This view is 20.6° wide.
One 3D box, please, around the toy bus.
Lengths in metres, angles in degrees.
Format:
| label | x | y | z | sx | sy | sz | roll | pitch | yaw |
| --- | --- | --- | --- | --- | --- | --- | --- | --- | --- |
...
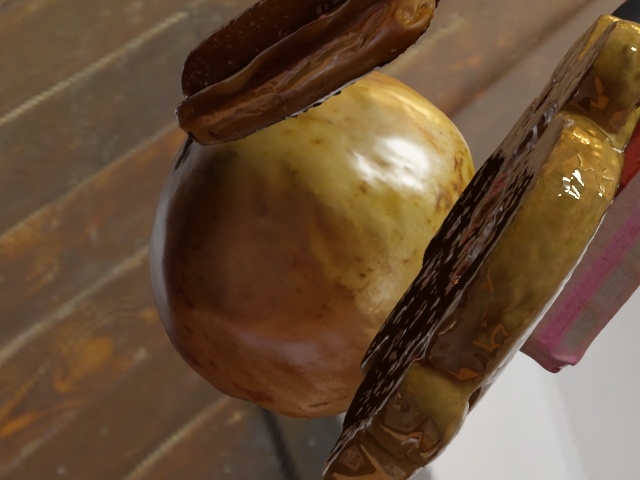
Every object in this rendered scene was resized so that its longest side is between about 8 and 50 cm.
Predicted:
| label | x | y | z | sx | sy | sz | roll | pitch | yaw |
| --- | --- | --- | --- | --- | --- | --- | --- | --- | --- |
| toy bus | 0.220 | -0.048 | 1.404 | 0.147 | 0.127 | 0.302 | 39 | 93 | -23 |

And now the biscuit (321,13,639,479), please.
| label | x | y | z | sx | sy | sz | roll | pitch | yaw |
| --- | --- | --- | --- | --- | --- | --- | --- | --- | --- |
| biscuit | 0.069 | 0.004 | 0.655 | 0.035 | 0.184 | 0.249 | 35 | 26 | -1 |

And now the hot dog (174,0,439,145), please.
| label | x | y | z | sx | sy | sz | roll | pitch | yaw |
| --- | --- | --- | --- | --- | --- | --- | --- | --- | --- |
| hot dog | -0.004 | -0.063 | 0.577 | 0.037 | 0.122 | 0.049 | 33 | 49 | -30 |

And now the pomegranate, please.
| label | x | y | z | sx | sy | sz | roll | pitch | yaw |
| --- | --- | --- | --- | --- | --- | --- | --- | --- | --- |
| pomegranate | 0.000 | 0.000 | 1.218 | 0.248 | 0.248 | 0.248 | 2 | 88 | -51 |
